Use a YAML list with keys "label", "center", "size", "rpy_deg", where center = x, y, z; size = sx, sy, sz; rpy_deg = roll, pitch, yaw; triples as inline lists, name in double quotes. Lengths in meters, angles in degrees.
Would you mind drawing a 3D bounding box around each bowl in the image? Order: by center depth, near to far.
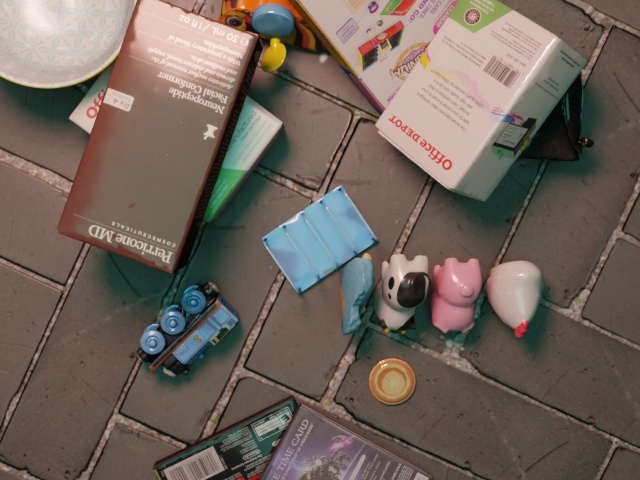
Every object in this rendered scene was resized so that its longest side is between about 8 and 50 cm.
- label: "bowl"
  center: [-0.419, -0.383, 1.385]
  size: [0.289, 0.156, 0.289]
  rpy_deg: [0, 97, -2]

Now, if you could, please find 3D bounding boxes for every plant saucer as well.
- label: "plant saucer"
  center: [0.127, 0.249, 1.548]
  size: [0.083, 0.013, 0.083]
  rpy_deg: [0, 92, -1]

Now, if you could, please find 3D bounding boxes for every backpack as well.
- label: "backpack"
  center: [0.373, -0.228, 1.481]
  size: [0.152, 0.115, 0.182]
  rpy_deg: [1, 95, -15]

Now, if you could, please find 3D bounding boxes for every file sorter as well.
- label: "file sorter"
  center: [0.000, 0.000, 1.489]
  size: [0.170, 0.104, 0.118]
  rpy_deg: [-34, 93, 0]

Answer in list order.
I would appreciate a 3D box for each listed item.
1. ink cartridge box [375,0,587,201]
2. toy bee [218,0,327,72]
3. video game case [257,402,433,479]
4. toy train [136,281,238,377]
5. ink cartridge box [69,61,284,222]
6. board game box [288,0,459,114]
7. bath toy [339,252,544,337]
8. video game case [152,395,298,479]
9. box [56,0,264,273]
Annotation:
- label: "ink cartridge box"
  center: [0.251, -0.233, 1.404]
  size: [0.201, 0.117, 0.278]
  rpy_deg: [46, 109, 36]
- label: "toy bee"
  center: [-0.100, -0.389, 1.465]
  size: [0.298, 0.162, 0.195]
  rpy_deg: [36, 60, -15]
- label: "video game case"
  center: [0.036, 0.434, 1.520]
  size: [0.274, 0.026, 0.196]
  rpy_deg: [30, 82, -8]
- label: "toy train"
  center: [-0.229, 0.156, 1.505]
  size: [0.184, 0.080, 0.105]
  rpy_deg: [-45, 99, 1]
- label: "ink cartridge box"
  center: [-0.237, -0.195, 1.465]
  size: [0.289, 0.121, 0.211]
  rpy_deg: [36, 92, -2]
- label: "board game box"
  center: [0.105, -0.384, 1.407]
  size: [0.242, 0.064, 0.316]
  rpy_deg: [-44, 129, 0]
- label: "bath toy"
  center: [0.210, 0.103, 1.484]
  size: [0.348, 0.151, 0.129]
  rpy_deg: [1, 72, -9]
- label: "video game case"
  center: [-0.117, 0.444, 1.542]
  size: [0.275, 0.035, 0.248]
  rpy_deg: [-26, 93, -1]
- label: "box"
  center: [-0.241, -0.160, 1.338]
  size: [0.191, 0.143, 0.381]
  rpy_deg: [19, 95, -2]
